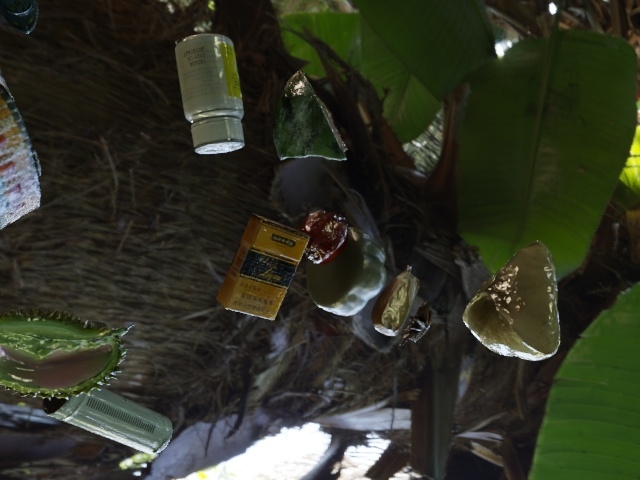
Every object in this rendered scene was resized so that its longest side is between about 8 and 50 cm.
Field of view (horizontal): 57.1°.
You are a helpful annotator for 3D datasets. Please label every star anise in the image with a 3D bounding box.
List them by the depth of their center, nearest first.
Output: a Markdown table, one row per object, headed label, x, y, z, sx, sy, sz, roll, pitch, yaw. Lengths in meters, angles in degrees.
| label | x | y | z | sx | sy | sz | roll | pitch | yaw |
| --- | --- | --- | --- | --- | --- | --- | --- | --- | --- |
| star anise | 0.243 | 0.218 | 1.493 | 0.056 | 0.124 | 0.129 | 34 | -106 | 23 |

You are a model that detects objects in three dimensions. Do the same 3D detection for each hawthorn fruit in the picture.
| label | x | y | z | sx | sy | sz | roll | pitch | yaw |
| --- | --- | --- | --- | --- | --- | --- | --- | --- | --- |
| hawthorn fruit | 0.000 | 0.000 | 1.631 | 0.148 | 0.148 | 0.172 | -17 | -149 | 35 |

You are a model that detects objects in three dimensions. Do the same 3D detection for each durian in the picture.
| label | x | y | z | sx | sy | sz | roll | pitch | yaw |
| --- | --- | --- | --- | --- | --- | --- | --- | --- | --- |
| durian | -0.418 | 0.173 | 0.935 | 0.095 | 0.220 | 0.137 | -126 | -134 | -66 |

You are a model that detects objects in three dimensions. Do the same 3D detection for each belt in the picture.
| label | x | y | z | sx | sy | sz | roll | pitch | yaw |
| --- | --- | --- | --- | --- | --- | --- | --- | --- | --- |
| belt | -0.471 | -0.136 | 0.746 | 0.206 | 0.295 | 0.160 | 24 | -135 | 23 |

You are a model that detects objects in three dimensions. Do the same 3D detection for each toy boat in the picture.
| label | x | y | z | sx | sy | sz | roll | pitch | yaw |
| --- | --- | --- | --- | --- | --- | --- | --- | --- | --- |
| toy boat | -0.417 | -0.350 | 0.788 | 0.060 | 0.055 | 0.141 | 29 | -46 | 60 |

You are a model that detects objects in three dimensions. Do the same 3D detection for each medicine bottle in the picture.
| label | x | y | z | sx | sy | sz | roll | pitch | yaw |
| --- | --- | --- | --- | --- | --- | --- | --- | --- | --- |
| medicine bottle | -0.261 | -0.346 | 1.407 | 0.143 | 0.143 | 0.258 | -8 | -91 | 39 |

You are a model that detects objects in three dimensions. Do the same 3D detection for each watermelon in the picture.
| label | x | y | z | sx | sy | sz | roll | pitch | yaw |
| --- | --- | --- | --- | --- | --- | --- | --- | --- | --- |
| watermelon | -0.022 | -0.171 | 0.847 | 0.101 | 0.080 | 0.155 | -20 | -91 | 22 |

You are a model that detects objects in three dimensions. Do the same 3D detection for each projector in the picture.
| label | x | y | z | sx | sy | sz | roll | pitch | yaw |
| --- | --- | --- | --- | --- | --- | --- | --- | --- | --- |
| projector | -0.523 | 0.438 | 1.472 | 0.108 | 0.337 | 0.108 | -20 | -132 | 24 |

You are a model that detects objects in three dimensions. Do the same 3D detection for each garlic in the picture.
| label | x | y | z | sx | sy | sz | roll | pitch | yaw |
| --- | --- | --- | --- | --- | --- | --- | --- | --- | --- |
| garlic | 0.181 | 0.157 | 1.421 | 0.196 | 0.086 | 0.101 | -57 | 179 | -36 |

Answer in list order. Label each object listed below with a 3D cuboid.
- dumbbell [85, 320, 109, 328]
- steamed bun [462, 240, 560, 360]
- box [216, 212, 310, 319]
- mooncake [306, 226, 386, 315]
| label | x | y | z | sx | sy | sz | roll | pitch | yaw |
| --- | --- | --- | --- | --- | --- | --- | --- | --- | --- |
| dumbbell | -0.665 | 0.280 | 1.515 | 0.152 | 0.218 | 0.153 | -10 | -105 | 41 |
| steamed bun | 0.354 | 0.134 | 1.142 | 0.212 | 0.110 | 0.231 | -45 | -153 | 47 |
| box | -0.142 | 0.067 | 1.460 | 0.070 | 0.152 | 0.237 | 32 | -81 | 52 |
| mooncake | 0.076 | 0.092 | 1.740 | 0.274 | 0.135 | 0.275 | -27 | -130 | 38 |
